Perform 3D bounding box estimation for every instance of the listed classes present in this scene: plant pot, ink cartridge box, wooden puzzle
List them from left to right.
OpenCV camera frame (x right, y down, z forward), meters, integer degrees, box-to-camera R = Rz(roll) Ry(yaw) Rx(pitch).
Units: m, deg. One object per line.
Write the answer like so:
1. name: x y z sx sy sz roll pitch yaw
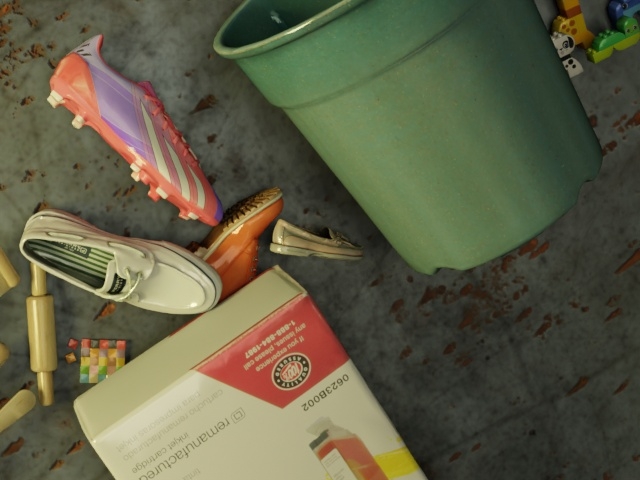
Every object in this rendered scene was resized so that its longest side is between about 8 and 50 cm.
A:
1. wooden puzzle: -0.246 0.136 1.745 0.083 0.006 0.049 2 93 -14
2. ink cartridge box: -0.045 0.268 1.706 0.279 0.160 0.385 -35 107 -8
3. plant pot: 0.115 -0.166 1.666 0.341 0.341 0.334 -37 110 -9

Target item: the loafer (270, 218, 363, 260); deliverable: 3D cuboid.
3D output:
1. loafer: 0.000 0.000 1.762 0.125 0.045 0.039 5 93 -37

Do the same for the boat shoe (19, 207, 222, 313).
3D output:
1. boat shoe: -0.221 0.037 1.686 0.226 0.076 0.083 17 115 0

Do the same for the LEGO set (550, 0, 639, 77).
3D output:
1. LEGO set: 0.325 -0.271 1.814 0.227 0.087 0.093 -27 115 -11

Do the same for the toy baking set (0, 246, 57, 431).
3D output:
1. toy baking set: -0.374 0.128 1.674 0.196 0.030 0.256 -11 98 -31

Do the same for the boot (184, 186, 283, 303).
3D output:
1. boot: -0.089 0.011 1.752 0.158 0.059 0.084 -43 106 1

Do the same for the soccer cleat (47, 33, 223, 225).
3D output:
1. soccer cleat: -0.188 -0.117 1.706 0.248 0.083 0.095 42 79 -10
